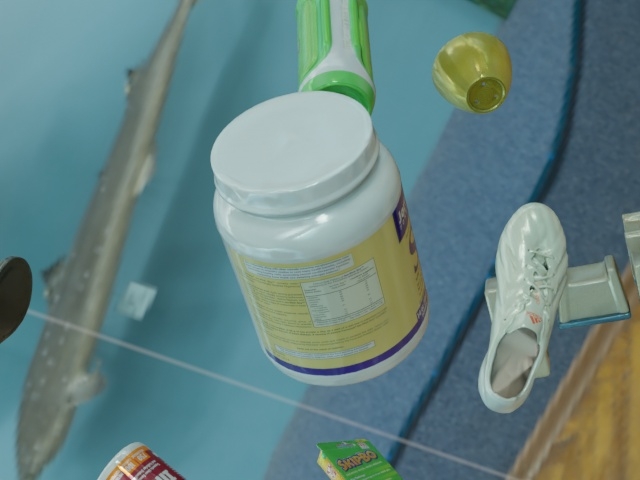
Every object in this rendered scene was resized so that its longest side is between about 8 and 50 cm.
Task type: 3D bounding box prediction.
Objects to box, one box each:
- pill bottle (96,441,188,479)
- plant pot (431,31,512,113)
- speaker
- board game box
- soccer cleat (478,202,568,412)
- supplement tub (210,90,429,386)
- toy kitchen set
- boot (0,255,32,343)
[{"bbox_3d":[-0.176,0.304,1.379,0.086,0.152,0.086,-49,-16,-19],"label":"pill bottle"},{"bbox_3d":[0.258,-0.261,1.999,0.134,0.134,0.095,-57,26,25],"label":"plant pot"},{"bbox_3d":[0.022,-0.303,1.970,0.131,0.131,0.296,-51,28,37],"label":"speaker"},{"bbox_3d":[0.099,0.444,2.176,0.259,0.124,0.039,47,125,44],"label":"board game box"},{"bbox_3d":[0.186,0.060,1.103,0.076,0.068,0.196,84,-162,-83],"label":"soccer cleat"},{"bbox_3d":[0.000,0.000,1.578,0.241,0.241,0.331,-96,-8,-50],"label":"supplement tub"},{"bbox_3d":[0.311,0.062,1.450,0.166,0.207,0.122,-68,-35,-65],"label":"toy kitchen set"},{"bbox_3d":[-0.547,0.100,1.732,0.229,0.091,0.263,29,89,30],"label":"boot"}]
